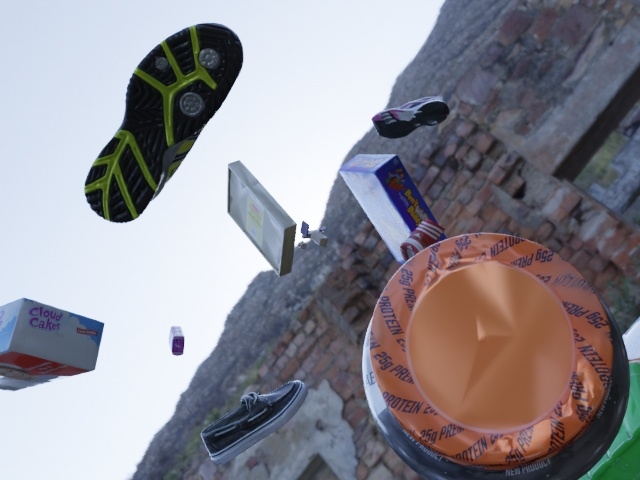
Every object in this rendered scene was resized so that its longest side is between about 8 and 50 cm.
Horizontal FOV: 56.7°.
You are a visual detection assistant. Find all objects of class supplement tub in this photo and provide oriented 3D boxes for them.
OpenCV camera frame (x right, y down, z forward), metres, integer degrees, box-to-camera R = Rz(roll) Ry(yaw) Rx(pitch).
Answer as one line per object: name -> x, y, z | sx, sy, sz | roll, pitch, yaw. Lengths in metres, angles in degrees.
supplement tub -> 0.158, 0.132, 0.551 | 0.207, 0.207, 0.338 | -45, -29, -4

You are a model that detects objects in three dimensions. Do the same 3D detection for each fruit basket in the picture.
fruit basket -> 0.540, 0.290, 1.031 | 0.353, 0.165, 0.327 | -41, -22, -59

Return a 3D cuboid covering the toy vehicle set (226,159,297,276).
toy vehicle set -> -0.151, -0.056, 1.468 | 0.035, 0.267, 0.166 | -22, -37, -29

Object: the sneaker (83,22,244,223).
sneaker -> -0.272, -0.210, 1.024 | 0.384, 0.145, 0.147 | -49, 14, 12

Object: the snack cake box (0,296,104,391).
snack cake box -> -0.518, 0.184, 1.011 | 0.264, 0.089, 0.152 | -18, -34, 32

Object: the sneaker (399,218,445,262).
sneaker -> 0.261, 0.034, 1.431 | 0.128, 0.087, 0.221 | -49, -26, -19

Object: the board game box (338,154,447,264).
board game box -> 0.211, -0.072, 1.623 | 0.078, 0.233, 0.347 | -39, -70, -12

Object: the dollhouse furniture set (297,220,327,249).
dollhouse furniture set -> 0.000, 0.000, 1.785 | 0.081, 0.114, 0.091 | -6, -61, -36

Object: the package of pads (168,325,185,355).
package of pads -> -0.350, 0.244, 1.445 | 0.032, 0.083, 0.050 | 3, -81, -20

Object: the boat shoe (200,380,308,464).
boat shoe -> -0.186, 0.495, 1.698 | 0.335, 0.119, 0.121 | -35, 13, -22

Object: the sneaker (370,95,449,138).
sneaker -> 0.208, -0.284, 1.355 | 0.077, 0.178, 0.072 | -64, -38, -55
